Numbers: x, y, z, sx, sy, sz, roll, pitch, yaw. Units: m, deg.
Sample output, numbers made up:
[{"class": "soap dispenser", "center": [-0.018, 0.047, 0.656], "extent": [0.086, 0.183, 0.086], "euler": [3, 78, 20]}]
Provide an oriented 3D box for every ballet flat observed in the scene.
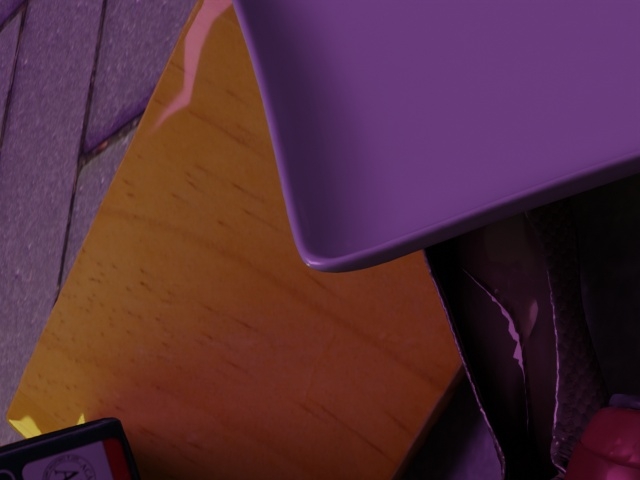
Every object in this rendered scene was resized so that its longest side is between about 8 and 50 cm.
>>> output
[{"class": "ballet flat", "center": [0.090, 0.036, 0.718], "extent": [0.084, 0.058, 0.249], "euler": [-29, 71, 42]}]

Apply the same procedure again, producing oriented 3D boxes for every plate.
[{"class": "plate", "center": [0.102, -0.109, 0.718], "extent": [0.277, 0.045, 0.278], "euler": [-19, 44, 3]}]

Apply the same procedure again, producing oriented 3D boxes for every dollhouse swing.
[{"class": "dollhouse swing", "center": [0.000, 0.000, 0.994], "extent": [0.315, 0.305, 0.346], "euler": [36, 114, 17]}]

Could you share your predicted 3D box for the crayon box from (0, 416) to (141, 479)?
[{"class": "crayon box", "center": [-0.108, 0.278, 0.754], "extent": [0.313, 0.106, 0.362], "euler": [147, 106, -77]}]

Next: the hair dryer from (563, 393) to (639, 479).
[{"class": "hair dryer", "center": [0.173, 0.134, 0.572], "extent": [0.293, 0.080, 0.223], "euler": [-60, 31, 28]}]
